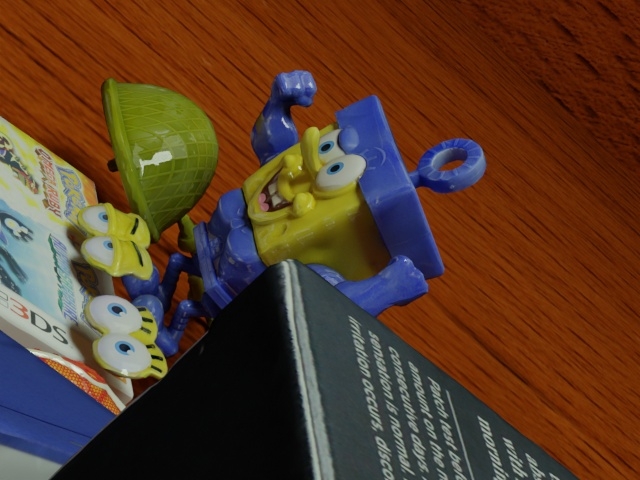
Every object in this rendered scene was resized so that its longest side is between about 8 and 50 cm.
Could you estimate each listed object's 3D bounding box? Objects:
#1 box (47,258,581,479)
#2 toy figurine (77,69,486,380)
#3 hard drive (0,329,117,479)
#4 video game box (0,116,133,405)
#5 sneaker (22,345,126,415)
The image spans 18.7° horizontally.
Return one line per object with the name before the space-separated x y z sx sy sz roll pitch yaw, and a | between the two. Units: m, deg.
box | 0.036 0.253 0.620 0.395 0.293 0.212 39 20 -26
toy figurine | 0.000 0.000 1.122 0.191 0.217 0.362 57 9 -31
hard drive | -0.192 0.028 0.752 0.318 0.040 0.210 30 0 36
video game box | -0.192 -0.009 1.049 0.187 0.048 0.205 39 20 -34
sneaker | -0.108 0.107 0.891 0.175 0.064 0.067 37 27 -21
